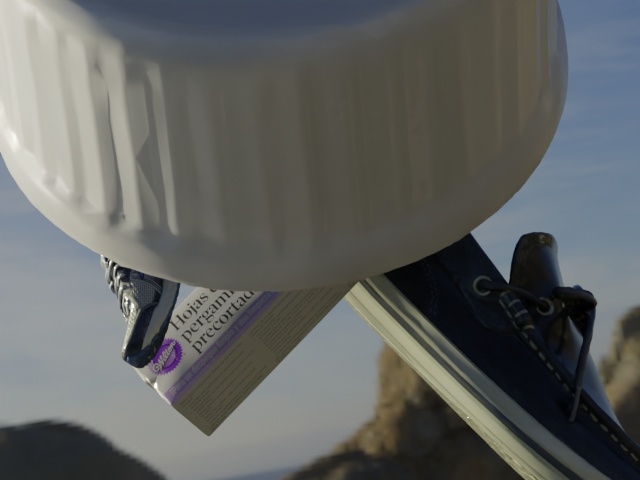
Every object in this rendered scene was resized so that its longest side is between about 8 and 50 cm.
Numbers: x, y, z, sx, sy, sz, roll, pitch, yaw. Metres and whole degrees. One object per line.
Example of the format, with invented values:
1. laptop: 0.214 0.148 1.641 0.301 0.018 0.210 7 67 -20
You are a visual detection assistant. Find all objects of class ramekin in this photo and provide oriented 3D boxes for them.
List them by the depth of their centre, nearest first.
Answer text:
1. ramekin: -0.023 -0.125 0.745 0.277 0.277 0.135 -9 -38 -4

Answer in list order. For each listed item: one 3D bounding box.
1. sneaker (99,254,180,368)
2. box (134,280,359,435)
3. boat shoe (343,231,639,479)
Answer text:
1. sneaker: -0.123 0.026 1.112 0.058 0.135 0.052 14 -41 -7
2. box: 0.000 0.000 1.216 0.324 0.063 0.067 -46 -37 -4
3. boat shoe: 0.149 0.072 1.307 0.156 0.500 0.187 -43 -19 -3
